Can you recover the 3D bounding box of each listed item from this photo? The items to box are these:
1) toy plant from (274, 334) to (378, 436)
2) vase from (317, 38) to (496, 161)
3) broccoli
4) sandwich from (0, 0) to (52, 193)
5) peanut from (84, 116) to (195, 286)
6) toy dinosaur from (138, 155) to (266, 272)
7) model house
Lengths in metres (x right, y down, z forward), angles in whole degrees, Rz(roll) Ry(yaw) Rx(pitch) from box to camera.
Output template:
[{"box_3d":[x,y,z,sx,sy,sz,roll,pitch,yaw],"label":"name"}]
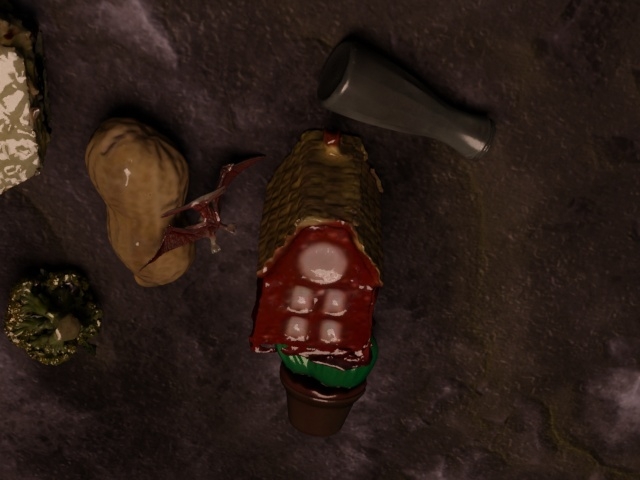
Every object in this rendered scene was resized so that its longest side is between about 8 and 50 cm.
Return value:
[{"box_3d":[0.004,0.167,1.905,0.143,0.105,0.200,13,111,8],"label":"toy plant"},{"box_3d":[0.107,-0.159,1.658,0.214,0.086,0.086,22,125,-22],"label":"vase"},{"box_3d":[-0.351,0.102,1.840,0.130,0.120,0.131,3,97,-27],"label":"broccoli"},{"box_3d":[-0.454,-0.180,1.588,0.325,0.131,0.262,29,110,-19],"label":"sandwich"},{"box_3d":[-0.213,-0.045,1.728,0.123,0.123,0.257,-7,133,6],"label":"peanut"},{"box_3d":[-0.141,-0.030,1.714,0.032,0.220,0.108,32,158,28],"label":"toy dinosaur"},{"box_3d":[0.000,0.000,1.709,0.160,0.196,0.254,4,128,-1],"label":"model house"}]
